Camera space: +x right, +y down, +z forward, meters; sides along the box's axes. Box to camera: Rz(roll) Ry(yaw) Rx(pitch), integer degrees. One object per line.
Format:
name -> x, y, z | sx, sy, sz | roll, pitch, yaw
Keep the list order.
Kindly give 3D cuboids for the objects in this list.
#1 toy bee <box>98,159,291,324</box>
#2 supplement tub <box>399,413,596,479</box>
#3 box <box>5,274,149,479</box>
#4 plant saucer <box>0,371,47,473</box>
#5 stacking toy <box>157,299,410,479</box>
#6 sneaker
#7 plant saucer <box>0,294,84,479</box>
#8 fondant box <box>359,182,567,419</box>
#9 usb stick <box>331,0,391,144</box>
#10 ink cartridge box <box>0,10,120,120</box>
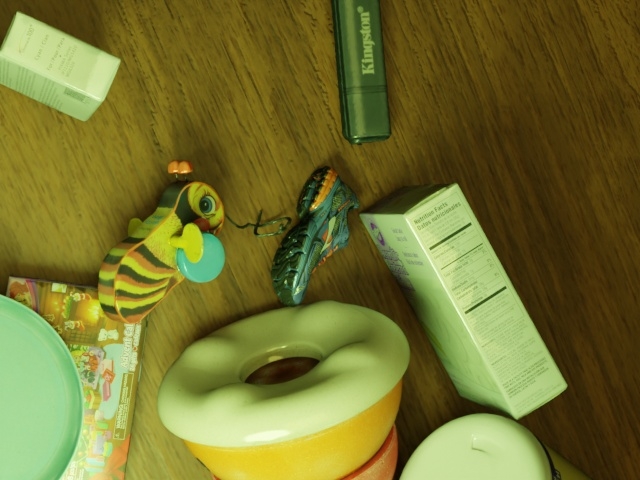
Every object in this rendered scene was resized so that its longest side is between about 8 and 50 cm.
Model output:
toy bee -> -0.202, -0.021, 1.799 | 0.298, 0.195, 0.162 | -45, 119, -49
supplement tub -> 0.287, 0.412, 1.840 | 0.331, 0.241, 0.241 | 37, 81, -41
box -> -0.358, 0.206, 1.813 | 0.200, 0.057, 0.293 | 8, 89, -13
plant saucer -> -0.440, 0.246, 1.750 | 0.168, 0.029, 0.169 | 0, 90, -3
stacking toy -> -0.008, 0.357, 1.812 | 0.350, 0.350, 0.480 | -19, 110, -13
sneaker -> 0.000, 0.000, 1.873 | 0.087, 0.083, 0.221 | 31, 67, -21
plant saucer -> -0.470, 0.223, 1.713 | 0.317, 0.044, 0.318 | 0, 89, -3
fondant box -> 0.199, 0.081, 1.863 | 0.096, 0.238, 0.330 | -30, 98, -11
usb stick -> 0.059, -0.281, 1.921 | 0.077, 0.045, 0.278 | -5, 92, -13
ink cartridge box -> -0.403, -0.243, 1.673 | 0.261, 0.296, 0.066 | 23, 84, -14
